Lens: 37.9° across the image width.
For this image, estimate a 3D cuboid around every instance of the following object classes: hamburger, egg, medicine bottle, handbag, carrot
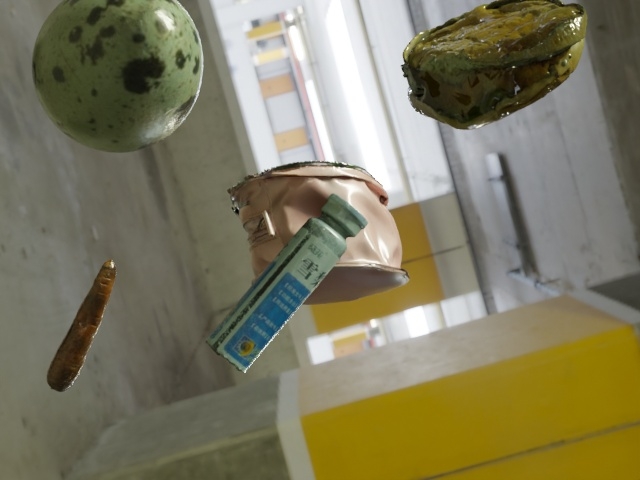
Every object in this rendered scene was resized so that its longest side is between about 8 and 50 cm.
[{"bbox_3d":[0.259,-0.266,1.401,0.285,0.265,0.134,-125,-165,-63],"label":"hamburger"},{"bbox_3d":[-0.208,-0.187,0.984,0.228,0.177,0.177,-20,-96,57],"label":"egg"},{"bbox_3d":[-0.032,0.041,0.894,0.051,0.191,0.051,41,-6,5],"label":"medicine bottle"},{"bbox_3d":[0.000,-0.002,1.033,0.205,0.179,0.117,29,52,-64],"label":"handbag"},{"bbox_3d":[-0.267,0.097,1.056,0.035,0.035,0.165,-117,-127,-87],"label":"carrot"}]
